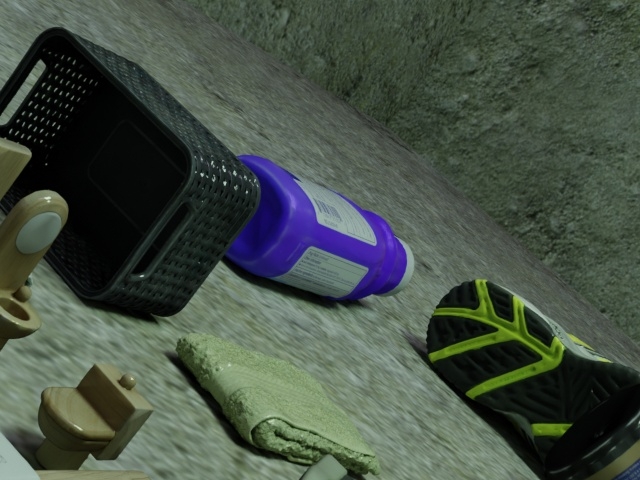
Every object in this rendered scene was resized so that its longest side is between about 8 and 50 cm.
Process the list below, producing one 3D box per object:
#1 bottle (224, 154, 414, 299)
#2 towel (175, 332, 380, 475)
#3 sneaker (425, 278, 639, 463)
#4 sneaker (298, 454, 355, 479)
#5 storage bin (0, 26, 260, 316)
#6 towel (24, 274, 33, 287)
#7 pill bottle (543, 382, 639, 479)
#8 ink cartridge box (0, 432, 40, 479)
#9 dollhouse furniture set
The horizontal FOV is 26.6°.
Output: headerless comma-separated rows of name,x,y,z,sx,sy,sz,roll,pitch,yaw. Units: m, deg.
bottle,0.000,0.000,1.305,0.118,0.092,0.283,44,12,30
towel,-0.026,0.109,0.909,0.148,0.027,0.110,26,14,-50
sneaker,0.273,0.174,1.330,0.147,0.145,0.385,25,17,-51
sneaker,0.019,0.169,0.630,0.118,0.083,0.222,39,9,6
storage bin,-0.144,-0.047,0.927,0.180,0.122,0.084,43,11,29
towel,-0.245,-0.023,0.779,0.152,0.023,0.113,40,8,26
pill bottle,0.298,0.238,1.130,0.219,0.123,0.123,51,10,-1
ink cartridge box,-0.193,0.059,0.415,0.127,0.072,0.175,43,11,25
dollhouse furniture set,-0.110,0.054,0.583,0.151,0.123,0.144,43,11,26
